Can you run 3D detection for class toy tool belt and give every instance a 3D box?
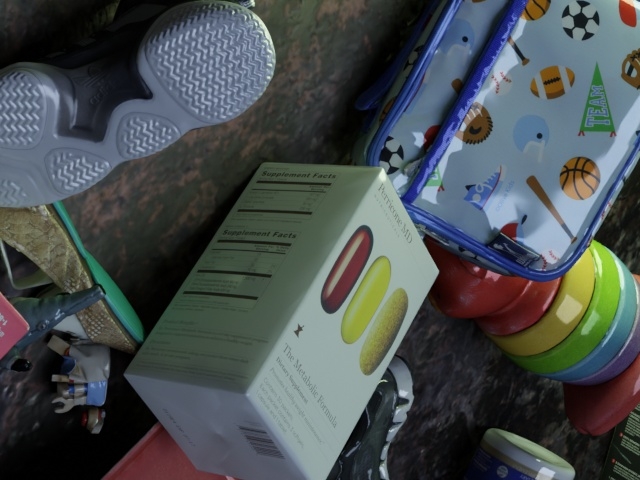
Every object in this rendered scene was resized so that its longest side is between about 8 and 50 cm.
[{"bbox_3d":[-0.203,0.117,1.276,0.051,0.052,0.083,4,108,-13],"label":"toy tool belt"}]

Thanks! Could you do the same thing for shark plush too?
[{"bbox_3d":[-0.232,0.082,1.170,0.161,0.067,0.073,-21,135,-5],"label":"shark plush"}]

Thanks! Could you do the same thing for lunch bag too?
[{"bbox_3d":[0.171,-0.120,1.411,0.243,0.115,0.303,30,86,-13],"label":"lunch bag"}]

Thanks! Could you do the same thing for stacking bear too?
[{"bbox_3d":[0.217,0.056,1.584,0.289,0.175,0.164,29,118,-37],"label":"stacking bear"}]

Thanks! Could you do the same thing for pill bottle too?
[{"bbox_3d":[0.198,0.317,1.738,0.112,0.112,0.186,19,97,-49],"label":"pill bottle"}]

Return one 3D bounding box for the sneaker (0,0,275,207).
[{"bbox_3d":[-0.162,-0.115,1.142,0.269,0.153,0.101,-20,114,5],"label":"sneaker"}]

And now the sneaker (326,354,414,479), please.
[{"bbox_3d":[0.022,0.226,1.540,0.106,0.078,0.234,-1,108,-42],"label":"sneaker"}]

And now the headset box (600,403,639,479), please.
[{"bbox_3d":[0.483,0.252,1.910,0.110,0.218,0.293,-8,116,-44],"label":"headset box"}]

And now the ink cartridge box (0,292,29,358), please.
[{"bbox_3d":[-0.368,0.083,1.029,0.283,0.117,0.207,-48,137,-16],"label":"ink cartridge box"}]

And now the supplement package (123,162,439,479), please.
[{"bbox_3d":[-0.026,0.066,1.295,0.244,0.134,0.139,-59,136,-30],"label":"supplement package"}]

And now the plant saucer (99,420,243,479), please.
[{"bbox_3d":[-0.116,0.287,1.311,0.258,0.048,0.259,-45,114,-45],"label":"plant saucer"}]

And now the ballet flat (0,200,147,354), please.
[{"bbox_3d":[-0.205,0.027,1.214,0.067,0.073,0.206,-29,129,-2],"label":"ballet flat"}]
